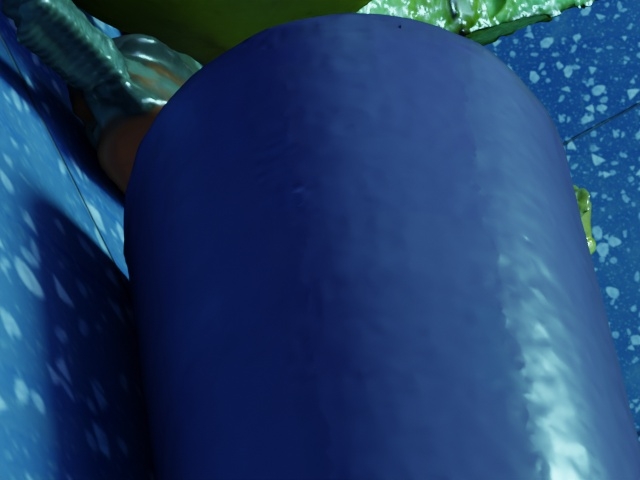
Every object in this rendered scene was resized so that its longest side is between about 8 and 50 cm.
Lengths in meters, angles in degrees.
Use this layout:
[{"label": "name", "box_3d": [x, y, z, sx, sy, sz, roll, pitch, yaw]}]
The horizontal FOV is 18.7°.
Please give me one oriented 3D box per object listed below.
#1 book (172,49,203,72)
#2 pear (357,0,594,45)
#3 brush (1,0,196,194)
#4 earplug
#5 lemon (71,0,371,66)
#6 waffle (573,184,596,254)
[{"label": "book", "box_3d": [0.000, 0.000, 1.382, 0.300, 0.039, 0.428, 64, 9, 14]}, {"label": "pear", "box_3d": [0.038, -0.240, 1.373, 0.159, 0.292, 0.292, -3, -54, 51]}, {"label": "brush", "box_3d": [-0.074, -0.043, 1.021, 0.323, 0.070, 0.051, 43, 18, -55]}, {"label": "earplug", "box_3d": [0.031, 0.106, 0.744, 0.215, 0.215, 0.456, 56, 14, -31]}, {"label": "lemon", "box_3d": [-0.061, -0.241, 1.050, 0.268, 0.268, 0.322, -100, -176, -64]}, {"label": "waffle", "box_3d": [0.102, -0.084, 1.715, 0.324, 0.151, 0.261, 64, -19, -3]}]
